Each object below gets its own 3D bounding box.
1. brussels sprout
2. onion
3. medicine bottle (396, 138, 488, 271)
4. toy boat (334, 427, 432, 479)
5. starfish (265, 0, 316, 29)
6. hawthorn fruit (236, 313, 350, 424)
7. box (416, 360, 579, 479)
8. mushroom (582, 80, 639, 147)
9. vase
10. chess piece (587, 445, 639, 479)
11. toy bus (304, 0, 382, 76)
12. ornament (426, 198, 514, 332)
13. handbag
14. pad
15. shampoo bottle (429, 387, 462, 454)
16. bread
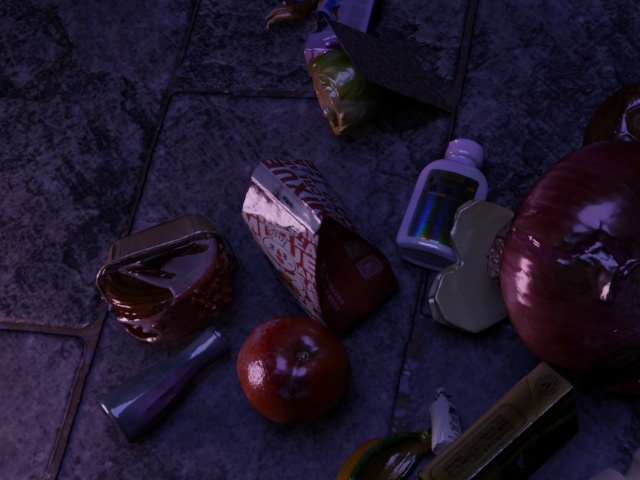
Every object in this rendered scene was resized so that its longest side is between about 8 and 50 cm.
[{"bbox_3d":[0.053,-0.259,2.130,0.122,0.149,0.151,-21,46,1],"label":"brussels sprout"},{"bbox_3d":[0.412,0.042,1.747,0.354,0.353,0.353,-6,58,10],"label":"onion"},{"bbox_3d":[0.204,-0.059,2.010,0.115,0.078,0.219,16,65,13],"label":"medicine bottle"},{"bbox_3d":[0.089,0.333,1.789,0.088,0.089,0.229,8,36,38],"label":"toy boat"},{"bbox_3d":[-0.031,-0.437,2.318,0.130,0.133,0.041,-34,96,-33],"label":"starfish"},{"bbox_3d":[-0.039,0.192,1.864,0.173,0.173,0.172,-6,58,10],"label":"hawthorn fruit"},{"bbox_3d":[0.250,0.291,1.740,0.240,0.159,0.071,-40,56,-9],"label":"box"},{"bbox_3d":[0.508,-0.164,1.955,0.194,0.138,0.231,33,85,21],"label":"mushroom"},{"bbox_3d":[-0.237,0.217,1.959,0.214,0.086,0.086,-38,58,-16],"label":"vase"},{"bbox_3d":[0.422,0.346,1.675,0.300,0.167,0.167,-36,57,-1],"label":"chess piece"},{"bbox_3d":[0.047,-0.420,2.266,0.112,0.090,0.274,8,63,12],"label":"toy bus"},{"bbox_3d":[0.266,0.050,1.916,0.180,0.059,0.201,19,83,-9],"label":"ornament"},{"bbox_3d":[0.000,0.000,1.895,0.151,0.298,0.171,-38,58,-11],"label":"handbag"},{"bbox_3d":[0.115,-0.293,2.108,0.003,0.235,0.158,-47,52,26],"label":"pad"},{"bbox_3d":[0.179,0.261,1.821,0.049,0.034,0.141,14,30,-9],"label":"shampoo bottle"},{"bbox_3d":[-0.245,0.058,2.012,0.224,0.142,0.212,-20,37,2],"label":"bread"}]
